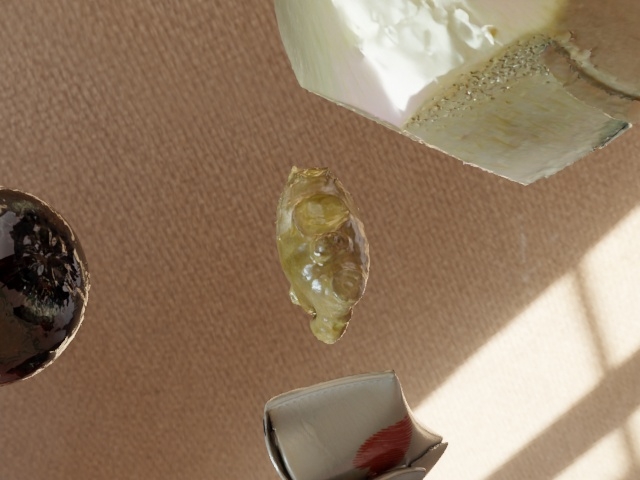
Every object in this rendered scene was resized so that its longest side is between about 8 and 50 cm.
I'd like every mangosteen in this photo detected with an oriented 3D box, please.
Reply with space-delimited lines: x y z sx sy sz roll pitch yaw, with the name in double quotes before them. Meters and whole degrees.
"mangosteen" -0.360 0.056 1.044 0.216 0.216 0.216 -8 124 -12

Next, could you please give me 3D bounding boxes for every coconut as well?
"coconut" 0.120 -0.214 0.704 0.352 0.352 0.352 -8 124 -12

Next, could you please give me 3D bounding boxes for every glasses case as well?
"glasses case" 0.048 0.204 0.917 0.128 0.083 0.308 -27 153 5

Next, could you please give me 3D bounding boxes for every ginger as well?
"ginger" 0.000 0.000 1.121 0.102 0.216 0.157 -11 150 -7
